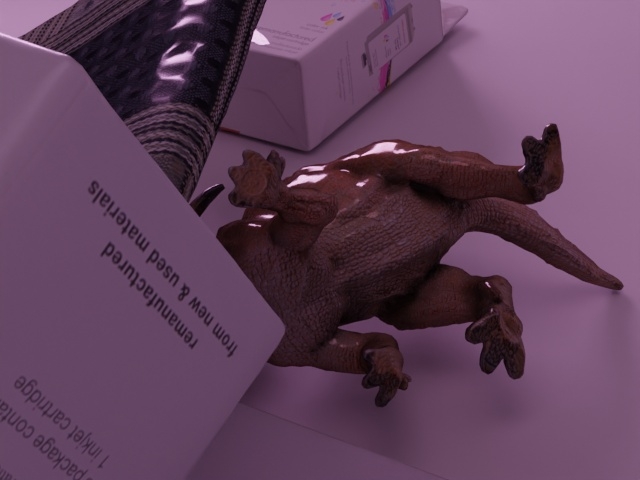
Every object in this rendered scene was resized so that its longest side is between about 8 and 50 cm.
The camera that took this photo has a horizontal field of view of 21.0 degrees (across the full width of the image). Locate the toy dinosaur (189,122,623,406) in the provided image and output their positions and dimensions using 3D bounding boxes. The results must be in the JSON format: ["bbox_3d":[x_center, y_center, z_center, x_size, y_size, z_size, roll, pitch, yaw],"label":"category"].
[{"bbox_3d":[0.000,0.000,0.855,0.296,0.127,0.200,-11,11,-28],"label":"toy dinosaur"}]

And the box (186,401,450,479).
[{"bbox_3d":[-0.002,0.176,0.640,0.322,0.058,0.232,16,39,30],"label":"box"}]

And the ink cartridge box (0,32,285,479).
[{"bbox_3d":[-0.242,0.100,0.570,0.279,0.160,0.384,22,69,36],"label":"ink cartridge box"}]

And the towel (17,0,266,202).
[{"bbox_3d":[-0.162,-0.019,0.850,0.324,0.056,0.312,-27,28,26],"label":"towel"}]

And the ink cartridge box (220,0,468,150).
[{"bbox_3d":[-0.001,-0.141,1.103,0.115,0.067,0.198,16,39,31],"label":"ink cartridge box"}]
